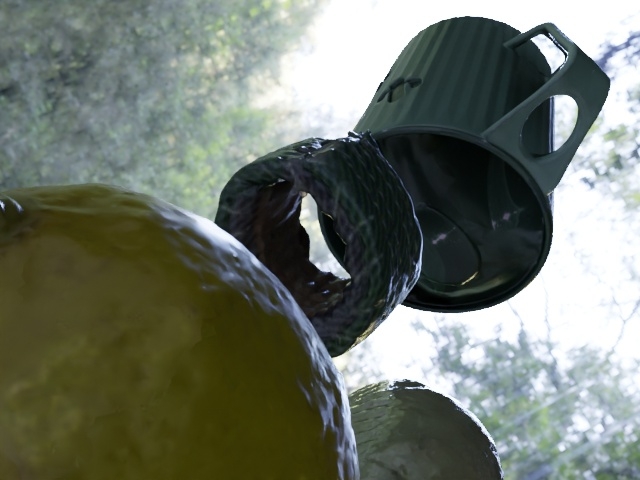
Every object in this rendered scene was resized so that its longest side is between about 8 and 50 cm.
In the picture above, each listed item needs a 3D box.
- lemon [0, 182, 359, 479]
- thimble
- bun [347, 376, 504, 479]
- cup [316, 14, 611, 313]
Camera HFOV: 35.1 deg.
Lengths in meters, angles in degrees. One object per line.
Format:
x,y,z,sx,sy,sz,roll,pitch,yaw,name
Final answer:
-0.096,0.108,0.426,0.233,0.234,0.288,42,-36,54,lemon
-0.001,0.002,0.661,0.090,0.119,0.135,-36,112,-61,thimble
0.037,0.302,0.983,0.219,0.365,0.365,49,-16,-4,bun
0.230,-0.127,1.441,0.392,0.401,0.310,-67,142,-47,cup
